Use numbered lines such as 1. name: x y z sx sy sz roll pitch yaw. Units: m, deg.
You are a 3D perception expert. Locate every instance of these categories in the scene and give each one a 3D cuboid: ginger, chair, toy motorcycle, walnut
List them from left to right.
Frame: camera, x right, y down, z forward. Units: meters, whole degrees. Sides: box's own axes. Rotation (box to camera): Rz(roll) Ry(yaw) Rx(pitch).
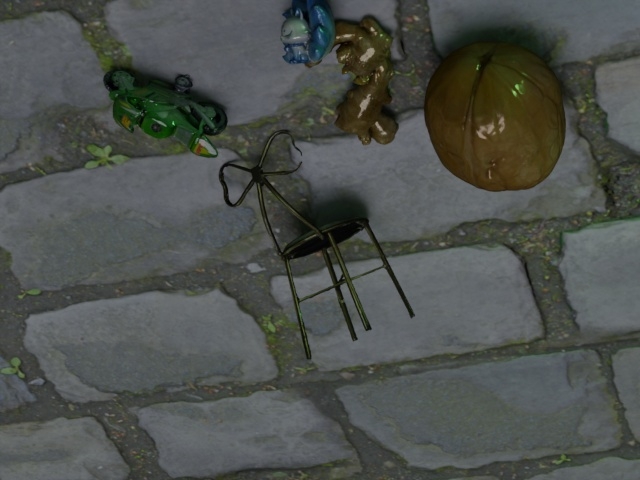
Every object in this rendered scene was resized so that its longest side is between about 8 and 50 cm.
1. toy motorcycle: -0.227 -0.186 2.148 0.190 0.106 0.074 21 135 -10
2. chair: 0.000 0.000 2.281 0.160 0.170 0.325 -29 80 37
3. ginger: 0.056 -0.225 2.099 0.193 0.052 0.176 28 133 -16
4. walnut: 0.240 -0.167 2.042 0.193 0.193 0.225 -10 135 19

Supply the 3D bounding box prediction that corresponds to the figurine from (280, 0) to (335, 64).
1. figurine: -0.019 -0.292 2.023 0.079 0.114 0.114 -2 139 -20
